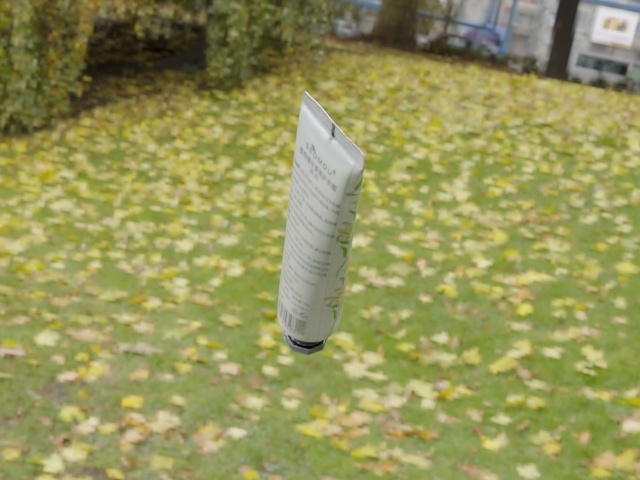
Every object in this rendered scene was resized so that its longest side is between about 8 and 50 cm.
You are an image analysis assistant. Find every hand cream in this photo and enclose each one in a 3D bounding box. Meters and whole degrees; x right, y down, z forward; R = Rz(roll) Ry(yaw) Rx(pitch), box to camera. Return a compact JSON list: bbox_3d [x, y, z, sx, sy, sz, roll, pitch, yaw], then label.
[{"bbox_3d":[0.000,0.000,0.661,0.042,0.194,0.067,-16,51,-22],"label":"hand cream"}]
